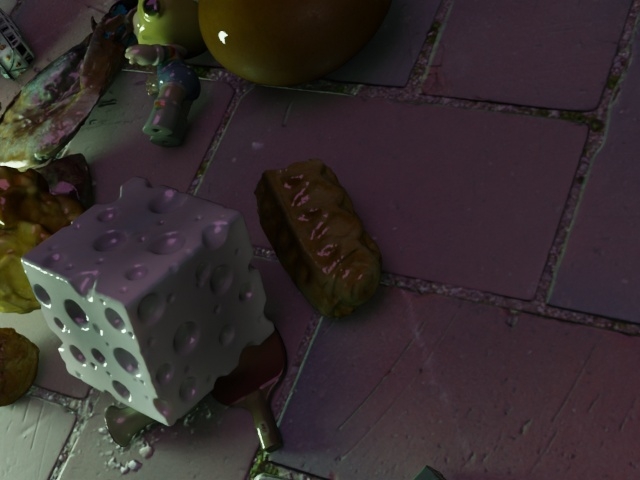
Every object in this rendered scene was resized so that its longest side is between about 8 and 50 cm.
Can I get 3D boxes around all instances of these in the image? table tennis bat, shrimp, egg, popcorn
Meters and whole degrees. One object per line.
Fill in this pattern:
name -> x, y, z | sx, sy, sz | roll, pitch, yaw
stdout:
table tennis bat -> -0.108, 0.217, 1.602 | 0.138, 0.022, 0.246 | -28, 52, 7
shrimp -> -0.468, -0.304, 2.001 | 0.221, 0.110, 0.445 | 22, 69, 46
egg -> -0.041, -0.417, 1.784 | 0.351, 0.282, 0.282 | -23, 54, 1
popcorn -> -0.545, 0.000, 1.778 | 0.332, 0.265, 0.225 | -7, 34, 42

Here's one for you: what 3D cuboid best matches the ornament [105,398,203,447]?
ornament -> -0.254, 0.254, 1.607 | 0.156, 0.081, 0.074 | -28, 50, 12

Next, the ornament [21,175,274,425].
ornament -> -0.251, 0.084, 1.552 | 0.239, 0.239, 0.240 | 19, 46, 35

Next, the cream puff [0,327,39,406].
cream puff -> -0.548, 0.213, 1.744 | 0.126, 0.103, 0.144 | 17, 75, 29

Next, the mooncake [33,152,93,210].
mooncake -> -0.483, -0.091, 1.916 | 0.125, 0.073, 0.130 | -23, 57, 8

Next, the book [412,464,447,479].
book -> 0.102, 0.506, 1.328 | 0.379, 0.031, 0.264 | -45, 55, -6

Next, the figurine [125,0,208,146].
figurine -> -0.253, -0.361, 1.938 | 0.205, 0.224, 0.381 | 1, 87, 11

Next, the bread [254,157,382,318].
bread -> 0.000, 0.000, 1.616 | 0.152, 0.130, 0.267 | -56, 46, 32

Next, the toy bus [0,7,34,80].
toy bus -> -0.672, -0.421, 2.187 | 0.089, 0.087, 0.194 | -37, 54, -5
